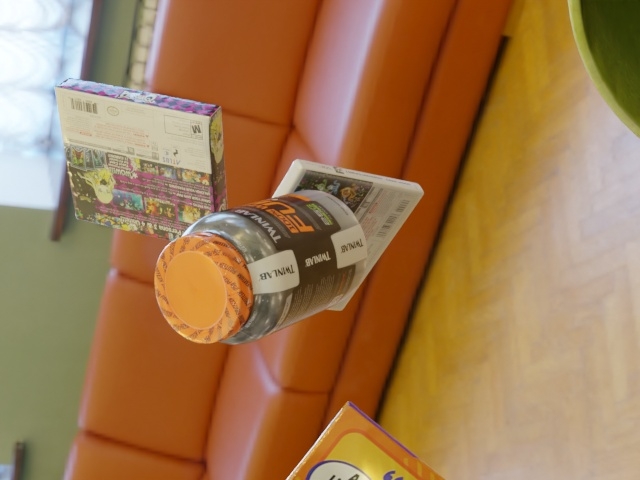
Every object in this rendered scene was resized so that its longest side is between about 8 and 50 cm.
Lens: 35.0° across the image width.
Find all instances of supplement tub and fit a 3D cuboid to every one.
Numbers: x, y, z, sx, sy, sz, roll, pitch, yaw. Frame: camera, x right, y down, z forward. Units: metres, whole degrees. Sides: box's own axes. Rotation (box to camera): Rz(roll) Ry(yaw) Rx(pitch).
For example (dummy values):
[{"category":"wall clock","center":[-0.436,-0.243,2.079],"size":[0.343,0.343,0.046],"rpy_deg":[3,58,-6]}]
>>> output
[{"category":"supplement tub","center":[-0.051,0.023,0.903],"size":[0.117,0.190,0.117],"rpy_deg":[8,105,31]}]

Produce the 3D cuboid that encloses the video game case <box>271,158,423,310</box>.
[{"category":"video game case","center":[0.000,0.000,1.123],"size":[0.190,0.173,0.022],"rpy_deg":[-56,44,29]}]

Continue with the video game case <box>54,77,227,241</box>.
[{"category":"video game case","center":[-0.237,-0.101,1.368],"size":[0.042,0.232,0.210],"rpy_deg":[-55,-29,-50]}]

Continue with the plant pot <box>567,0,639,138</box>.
[{"category":"plant pot","center":[0.249,-0.220,0.500],"size":[0.293,0.275,0.275],"rpy_deg":[-84,16,-45]}]

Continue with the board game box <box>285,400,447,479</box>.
[{"category":"board game box","center":[0.059,0.401,0.894],"size":[0.356,0.356,0.356],"rpy_deg":[-50,-11,-7]}]
